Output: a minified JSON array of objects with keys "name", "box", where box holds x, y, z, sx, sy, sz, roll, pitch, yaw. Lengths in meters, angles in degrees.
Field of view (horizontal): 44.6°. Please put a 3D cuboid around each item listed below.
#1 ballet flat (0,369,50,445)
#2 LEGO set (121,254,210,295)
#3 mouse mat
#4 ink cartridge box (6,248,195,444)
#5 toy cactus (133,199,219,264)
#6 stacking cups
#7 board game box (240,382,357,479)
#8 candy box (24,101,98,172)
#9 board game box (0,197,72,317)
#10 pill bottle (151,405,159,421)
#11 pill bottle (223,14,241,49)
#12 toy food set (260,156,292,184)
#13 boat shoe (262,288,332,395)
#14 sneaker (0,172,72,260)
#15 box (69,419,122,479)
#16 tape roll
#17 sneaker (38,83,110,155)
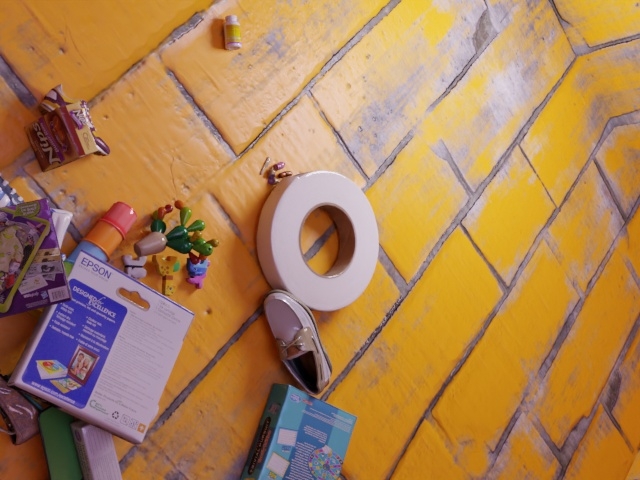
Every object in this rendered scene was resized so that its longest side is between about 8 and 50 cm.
[{"name":"ballet flat","box":[-0.675,0.291,1.568,0.106,0.107,0.316,-44,111,-25]},{"name":"LEGO set","box":[-0.351,0.086,1.853,0.227,0.087,0.093,6,82,-37]},{"name":"mouse mat","box":[-0.545,0.436,1.648,0.152,0.007,0.190,-24,105,-83]},{"name":"ink cartridge box","box":[-0.451,0.226,1.647,0.303,0.072,0.307,35,57,-28]},{"name":"toy cactus","box":[-0.348,-0.004,1.806,0.180,0.219,0.112,-25,144,-36]},{"name":"stacking cups","box":[-0.511,0.050,1.725,0.096,0.096,0.316,48,59,-24]},{"name":"board game box","box":[-0.063,0.576,2.036,0.253,0.079,0.336,32,67,-32]},{"name":"candy box","box":[-0.553,-0.216,1.658,0.053,0.186,0.109,-28,102,-39]},{"name":"board game box","box":[-0.673,0.056,1.490,0.346,0.056,0.208,-13,101,-16]},{"name":"pill bottle","box":[-0.453,0.339,1.733,0.108,0.108,0.180,-47,114,-31]},{"name":"pill bottle","box":[-0.230,-0.542,2.037,0.043,0.043,0.083,-4,88,-39]},{"name":"toy food set","box":[-0.103,-0.172,2.116,0.122,0.019,0.078,36,65,-30]},{"name":"boat shoe","box":[-0.058,0.267,2.033,0.302,0.113,0.103,59,20,-18]},{"name":"sneaker","box":[-0.642,-0.073,1.620,0.236,0.130,0.323,-14,93,-44]},{"name":"box","box":[-0.472,0.544,1.711,0.067,0.063,0.324,-19,102,-40]},{"name":"tape roll","box":[0.000,0.000,2.138,0.392,0.072,0.392,1,88,-40]},{"name":"sneaker","box":[-0.535,-0.269,1.753,0.185,0.069,0.084,42,67,-28]}]
